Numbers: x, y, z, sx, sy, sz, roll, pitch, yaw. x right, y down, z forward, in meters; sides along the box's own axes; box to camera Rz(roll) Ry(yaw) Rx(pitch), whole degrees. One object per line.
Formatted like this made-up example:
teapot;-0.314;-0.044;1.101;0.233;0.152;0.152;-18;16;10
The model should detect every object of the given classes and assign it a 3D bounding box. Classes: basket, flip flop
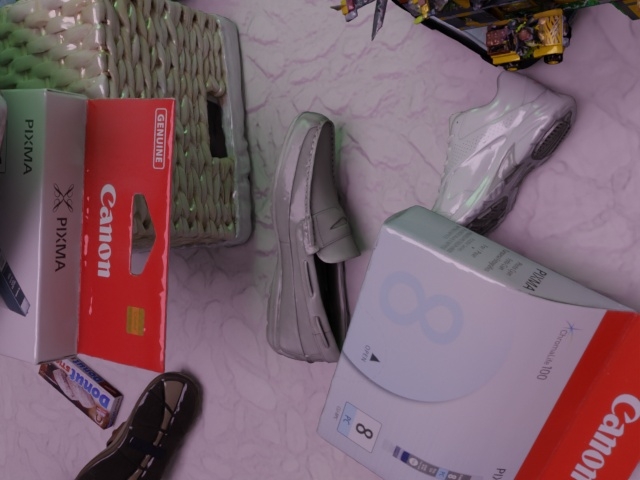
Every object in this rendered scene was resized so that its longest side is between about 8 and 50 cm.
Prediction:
basket;-0.301;-0.142;0.953;0.331;0.266;0.329;-4;90;28
flip flop;-0.282;0.313;1.074;0.112;0.080;0.277;31;97;-15

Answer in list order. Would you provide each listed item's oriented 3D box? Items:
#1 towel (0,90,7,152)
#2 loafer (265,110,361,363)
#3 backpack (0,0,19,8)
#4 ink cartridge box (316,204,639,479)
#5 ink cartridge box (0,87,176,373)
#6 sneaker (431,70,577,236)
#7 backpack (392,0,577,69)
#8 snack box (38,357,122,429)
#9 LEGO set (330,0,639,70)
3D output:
towel;-0.450;-0.102;0.779;0.374;0.090;0.321;52;128;38
loafer;0.000;0.000;0.882;0.111;0.112;0.320;8;105;24
backpack;-0.342;-0.442;0.984;0.355;0.273;0.290;-23;101;42
ink cartridge box;0.199;0.181;0.737;0.384;0.091;0.308;29;122;23
ink cartridge box;-0.283;-0.014;0.760;0.261;0.066;0.297;6;95;30
sneaker;0.177;-0.088;0.791;0.232;0.090;0.115;-52;59;16
backpack;0.185;-0.336;0.712;0.225;0.191;0.254;39;106;23
snack box;-0.408;0.243;1.175;0.178;0.022;0.064;29;106;26
LEGO set;0.138;-0.307;0.503;0.254;0.192;0.332;10;97;38
